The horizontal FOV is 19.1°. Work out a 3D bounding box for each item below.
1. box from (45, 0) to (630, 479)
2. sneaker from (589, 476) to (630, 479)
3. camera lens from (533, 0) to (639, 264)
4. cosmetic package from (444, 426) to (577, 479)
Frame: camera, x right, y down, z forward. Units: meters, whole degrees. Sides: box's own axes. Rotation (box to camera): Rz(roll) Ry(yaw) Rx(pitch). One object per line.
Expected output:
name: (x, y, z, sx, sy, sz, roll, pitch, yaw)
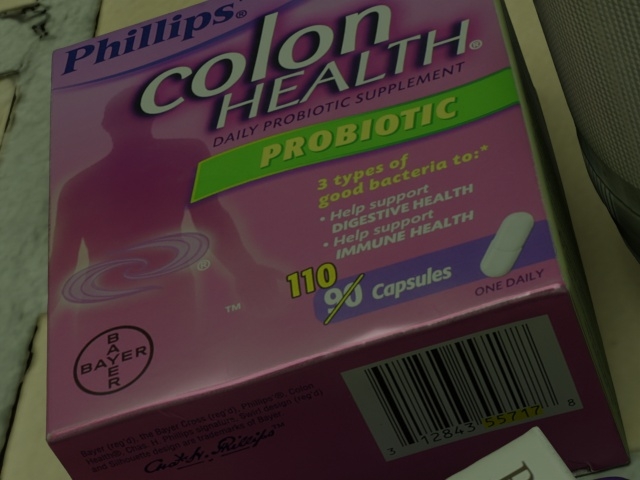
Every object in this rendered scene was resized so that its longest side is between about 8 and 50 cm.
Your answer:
box: (0.000, 0.000, 0.839, 0.213, 0.117, 0.243, -16, 44, 10)
sneaker: (0.048, 0.122, 0.739, 0.170, 0.068, 0.071, -19, 38, 8)
camera lens: (0.193, -0.108, 0.738, 0.219, 0.274, 0.219, -13, 45, 14)
cosmetic package: (-0.027, 0.247, 0.590, 0.365, 0.155, 0.197, -31, 42, -4)
